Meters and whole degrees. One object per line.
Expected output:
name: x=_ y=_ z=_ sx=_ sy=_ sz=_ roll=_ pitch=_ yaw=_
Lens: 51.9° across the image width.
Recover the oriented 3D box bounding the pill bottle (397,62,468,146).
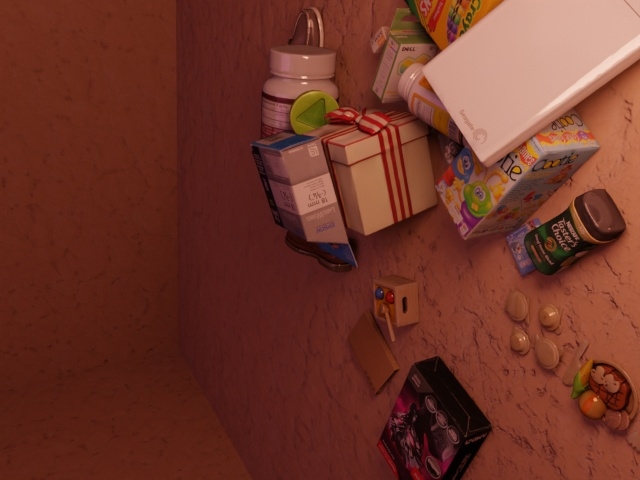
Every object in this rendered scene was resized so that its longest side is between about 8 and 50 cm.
pill bottle: x=0.261 y=-0.282 z=1.346 sx=0.215 sy=0.117 sz=0.117 roll=41 pitch=134 yaw=32

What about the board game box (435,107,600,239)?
board game box: x=0.366 y=-0.141 z=1.266 sx=0.142 sy=0.144 sz=0.275 roll=67 pitch=149 yaw=25

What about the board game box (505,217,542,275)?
board game box: x=0.425 y=0.014 z=1.335 sx=0.090 sy=0.020 sz=0.090 roll=-47 pitch=59 yaw=56

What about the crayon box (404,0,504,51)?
crayon box: x=0.292 y=-0.487 z=1.335 sx=0.202 sy=0.081 sz=0.318 roll=104 pitch=145 yaw=-53

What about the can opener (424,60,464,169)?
can opener: x=0.292 y=-0.270 z=1.458 sx=0.076 sy=0.095 sz=0.283 roll=121 pitch=145 yaw=-57

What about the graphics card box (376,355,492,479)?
graphics card box: x=0.279 y=0.505 z=1.687 sx=0.233 sy=0.094 sz=0.371 roll=56 pitch=142 yaw=39

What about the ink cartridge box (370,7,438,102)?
ink cartridge box: x=0.202 y=-0.424 z=1.522 sx=0.062 sy=0.109 sz=0.209 roll=56 pitch=143 yaw=37

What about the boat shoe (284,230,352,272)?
boat shoe: x=0.000 y=0.000 z=2.051 sx=0.307 sy=0.111 sz=0.104 roll=25 pitch=116 yaw=46

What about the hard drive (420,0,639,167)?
hard drive: x=0.367 y=-0.319 z=1.114 sx=0.353 sy=0.047 sz=0.233 roll=-37 pitch=61 yaw=22

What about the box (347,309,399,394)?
box: x=0.153 y=0.331 z=1.944 sx=0.201 sy=0.021 sz=0.164 roll=64 pitch=148 yaw=29

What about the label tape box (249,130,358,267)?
label tape box: x=-0.045 y=-0.088 z=1.611 sx=0.240 sy=0.106 sz=0.334 roll=27 pitch=137 yaw=64

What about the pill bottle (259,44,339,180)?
pill bottle: x=-0.063 y=-0.355 z=1.917 sx=0.224 sy=0.224 sz=0.392 roll=39 pitch=131 yaw=51

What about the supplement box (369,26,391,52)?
supplement box: x=0.176 y=-0.477 z=1.565 sx=0.062 sy=0.098 sz=0.036 roll=-35 pitch=68 yaw=59

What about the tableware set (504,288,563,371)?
tableware set: x=0.440 y=0.183 z=1.363 sx=0.168 sy=0.020 sz=0.141 roll=22 pitch=116 yaw=59

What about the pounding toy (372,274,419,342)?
pounding toy: x=0.192 y=0.177 z=1.736 sx=0.130 sy=0.100 sz=0.141 roll=15 pitch=111 yaw=60

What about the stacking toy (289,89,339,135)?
stacking toy: x=0.000 y=-0.264 z=1.782 sx=0.130 sy=0.309 sz=0.279 roll=-118 pitch=47 yaw=-61

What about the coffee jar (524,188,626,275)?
coffee jar: x=0.461 y=-0.014 z=1.198 sx=0.184 sy=0.079 sz=0.096 roll=-52 pitch=54 yaw=54

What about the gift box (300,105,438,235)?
gift box: x=0.127 y=-0.198 z=1.597 sx=0.255 sy=0.276 sz=0.258 roll=22 pitch=133 yaw=54

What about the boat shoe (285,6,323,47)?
boat shoe: x=-0.069 y=-0.544 z=2.003 sx=0.116 sy=0.096 sz=0.324 roll=52 pitch=141 yaw=42

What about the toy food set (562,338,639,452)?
toy food set: x=0.524 y=0.285 z=1.215 sx=0.192 sy=0.038 sz=0.132 roll=48 pitch=138 yaw=45
